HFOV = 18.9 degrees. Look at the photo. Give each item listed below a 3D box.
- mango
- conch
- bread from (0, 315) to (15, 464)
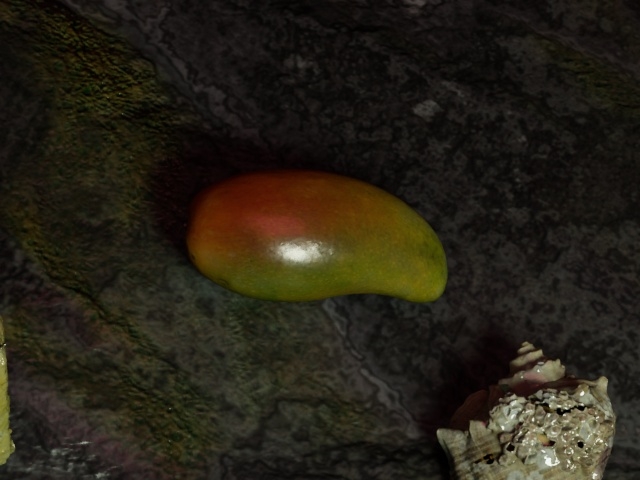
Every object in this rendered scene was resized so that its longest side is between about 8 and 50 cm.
[{"bbox_3d":[-0.003,-0.004,2.042,0.289,0.129,0.146,1,51,-23],"label":"mango"},{"bbox_3d":[0.216,0.221,1.937,0.178,0.163,0.245,-16,72,15],"label":"conch"},{"bbox_3d":[-0.359,0.142,1.805,0.138,0.196,0.102,-14,55,-16],"label":"bread"}]
